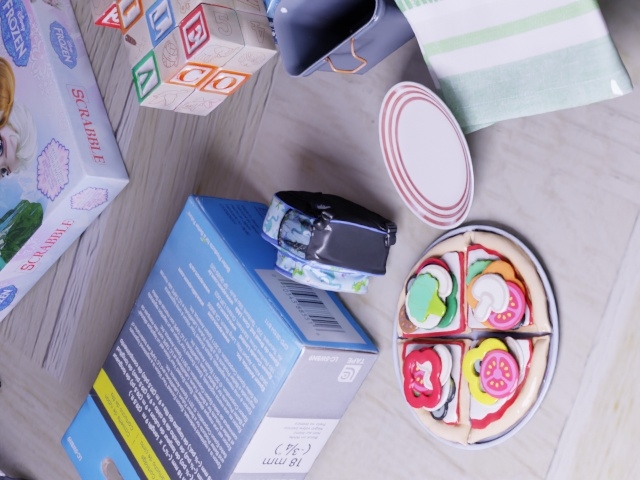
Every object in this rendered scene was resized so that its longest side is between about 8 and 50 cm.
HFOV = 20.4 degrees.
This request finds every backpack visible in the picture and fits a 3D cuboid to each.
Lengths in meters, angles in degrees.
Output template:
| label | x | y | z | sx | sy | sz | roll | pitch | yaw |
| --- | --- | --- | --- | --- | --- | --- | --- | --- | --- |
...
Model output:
| label | x | y | z | sx | sy | sz | roll | pitch | yaw |
| --- | --- | --- | --- | --- | --- | --- | --- | --- | --- |
| backpack | 0.000 | 0.000 | 1.688 | 0.114 | 0.105 | 0.084 | 32 | 108 | 51 |

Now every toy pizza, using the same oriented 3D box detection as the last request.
| label | x | y | z | sx | sy | sz | roll | pitch | yaw |
| --- | --- | --- | --- | --- | --- | --- | --- | --- | --- |
| toy pizza | 0.129 | 0.086 | 1.586 | 0.201 | 0.032 | 0.201 | -8 | 79 | 48 |

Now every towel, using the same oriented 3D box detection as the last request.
| label | x | y | z | sx | sy | sz | roll | pitch | yaw |
| --- | --- | --- | --- | --- | --- | --- | --- | --- | --- |
| towel | 0.117 | -0.252 | 1.500 | 0.248 | 0.038 | 0.325 | -10 | 107 | 59 |

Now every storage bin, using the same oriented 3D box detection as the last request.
| label | x | y | z | sx | sy | sz | roll | pitch | yaw |
| --- | --- | --- | --- | --- | --- | --- | --- | --- | --- |
| storage bin | 0.037 | -0.204 | 1.681 | 0.135 | 0.091 | 0.098 | -34 | 61 | 41 |

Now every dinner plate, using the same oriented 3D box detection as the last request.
| label | x | y | z | sx | sy | sz | roll | pitch | yaw |
| --- | --- | --- | --- | --- | --- | --- | --- | --- | --- |
| dinner plate | 0.100 | -0.079 | 1.623 | 0.141 | 0.017 | 0.141 | 38 | 138 | 45 |

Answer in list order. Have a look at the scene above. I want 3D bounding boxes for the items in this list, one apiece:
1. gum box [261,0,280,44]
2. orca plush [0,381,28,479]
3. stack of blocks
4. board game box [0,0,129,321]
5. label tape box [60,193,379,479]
| label | x | y | z | sx | sy | sz | roll | pitch | yaw |
| --- | --- | --- | --- | --- | --- | --- | --- | --- | --- |
| gum box | -0.059 | -0.320 | 1.840 | 0.157 | 0.041 | 0.184 | 44 | 118 | 41 |
| orca plush | -0.429 | 0.243 | 2.176 | 0.287 | 0.102 | 0.151 | 31 | 63 | 35 |
| stack of blocks | -0.161 | -0.282 | 1.853 | 0.171 | 0.087 | 0.297 | -38 | 58 | 40 |
| board game box | -0.379 | -0.112 | 2.152 | 0.318 | 0.066 | 0.319 | -44 | 55 | 35 |
| label tape box | -0.110 | 0.158 | 1.788 | 0.241 | 0.106 | 0.334 | 52 | 123 | 39 |
